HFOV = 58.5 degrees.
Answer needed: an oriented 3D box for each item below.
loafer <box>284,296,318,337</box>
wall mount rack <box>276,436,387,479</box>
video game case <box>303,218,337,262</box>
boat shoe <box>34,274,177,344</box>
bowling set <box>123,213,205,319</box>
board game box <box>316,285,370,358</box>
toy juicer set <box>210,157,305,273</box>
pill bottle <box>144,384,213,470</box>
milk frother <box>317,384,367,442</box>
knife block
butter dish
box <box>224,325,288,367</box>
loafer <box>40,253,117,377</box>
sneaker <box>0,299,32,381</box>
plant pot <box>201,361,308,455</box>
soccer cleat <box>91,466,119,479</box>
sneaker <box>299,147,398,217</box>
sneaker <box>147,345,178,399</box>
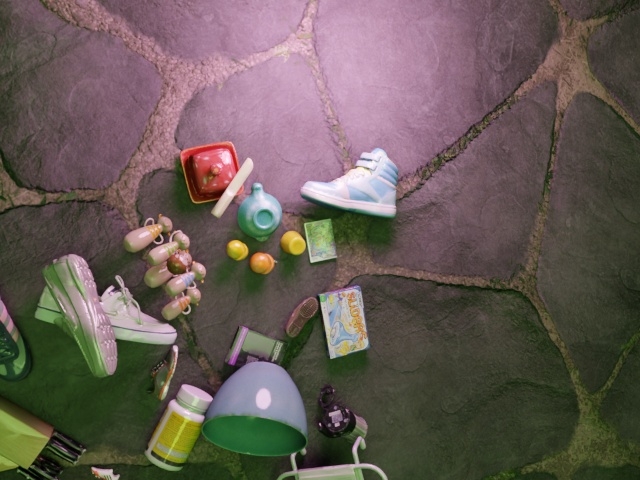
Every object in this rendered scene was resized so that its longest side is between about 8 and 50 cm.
[{"bbox_3d":[-0.063,0.230,1.729,0.056,0.050,0.148,50,63,-16],"label":"loafer"},{"bbox_3d":[0.055,0.749,1.700,0.350,0.130,0.304,-13,94,19],"label":"wall mount rack"},{"bbox_3d":[0.000,0.000,1.757,0.087,0.011,0.122,-11,96,-17],"label":"video game case"},{"bbox_3d":[-0.558,0.173,1.540,0.367,0.136,0.157,15,85,-7],"label":"boat shoe"},{"bbox_3d":[-0.376,0.067,1.541,0.154,0.199,0.287,-37,110,-41],"label":"bowling set"},{"bbox_3d":[0.072,0.252,1.776,0.136,0.035,0.201,-12,96,-16],"label":"board game box"},{"bbox_3d":[-0.204,-0.050,1.654,0.209,0.089,0.329,-37,113,-9],"label":"toy juicer set"},{"bbox_3d":[-0.392,0.520,1.600,0.119,0.119,0.209,29,84,-16],"label":"pill bottle"},{"bbox_3d":[0.064,0.533,1.758,0.135,0.129,0.143,49,43,-47],"label":"milk frother"},{"bbox_3d":[-0.760,0.509,1.504,0.242,0.088,0.276,-9,94,-17],"label":"knife block"},{"bbox_3d":[-0.298,-0.195,1.602,0.159,0.118,0.160,-14,96,-17],"label":"butter dish"},{"bbox_3d":[-0.189,0.333,1.703,0.162,0.029,0.116,23,86,-15],"label":"box"},{"bbox_3d":[-0.597,0.194,1.419,0.111,0.112,0.320,-23,81,-2],"label":"loafer"},{"bbox_3d":[-0.838,0.225,1.445,0.112,0.131,0.319,-25,99,-15],"label":"sneaker"},{"bbox_3d":[-0.170,0.459,1.610,0.290,0.290,0.195,21,49,-17],"label":"plant pot"},{"bbox_3d":[-0.599,0.647,1.591,0.083,0.029,0.036,42,71,-17],"label":"soccer cleat"},{"bbox_3d":[0.096,-0.189,1.723,0.318,0.127,0.208,10,91,-27],"label":"sneaker"},{"bbox_3d":[-0.447,0.369,1.611,0.064,0.061,0.158,18,86,-10],"label":"sneaker"}]
